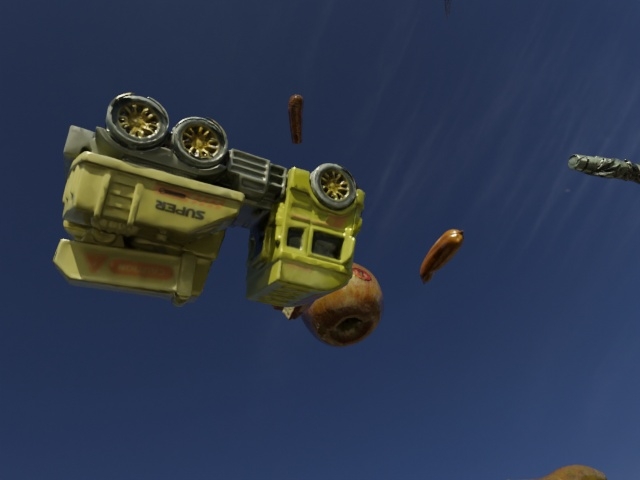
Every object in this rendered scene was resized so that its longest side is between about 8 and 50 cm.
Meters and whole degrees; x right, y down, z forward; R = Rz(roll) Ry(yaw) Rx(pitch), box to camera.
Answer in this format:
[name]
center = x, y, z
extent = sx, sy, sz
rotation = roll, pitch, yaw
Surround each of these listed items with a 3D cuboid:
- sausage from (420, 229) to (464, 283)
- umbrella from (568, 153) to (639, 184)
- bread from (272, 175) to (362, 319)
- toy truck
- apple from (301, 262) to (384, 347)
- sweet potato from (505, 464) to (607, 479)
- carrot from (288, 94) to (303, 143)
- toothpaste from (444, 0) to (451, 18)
[sausage]
center = 0.291, 0.037, 1.121
extent = 0.054, 0.062, 0.183
rotation = 38, -49, 9
[umbrella]
center = 0.589, -0.144, 0.920
extent = 0.188, 0.050, 0.046
rotation = 8, -72, -13
[bread]
center = 0.001, 0.000, 0.606
extent = 0.067, 0.119, 0.193
rotation = 27, -79, 2
[toy truck]
center = -0.096, -0.010, 0.430
extent = 0.272, 0.124, 0.157
rotation = 15, -113, -24
[apple]
center = 0.049, 0.151, 1.122
extent = 0.210, 0.188, 0.211
rotation = -8, -49, -10
[sweet potato]
center = 0.256, 0.320, 0.552
extent = 0.243, 0.077, 0.077
rotation = -10, -68, -12
[carrot]
center = -0.048, -0.237, 0.899
extent = 0.032, 0.032, 0.093
rotation = -4, -78, -15
[toothpaste]
center = 0.217, -0.517, 0.799
extent = 0.057, 0.089, 0.234
rotation = -4, -97, 19
